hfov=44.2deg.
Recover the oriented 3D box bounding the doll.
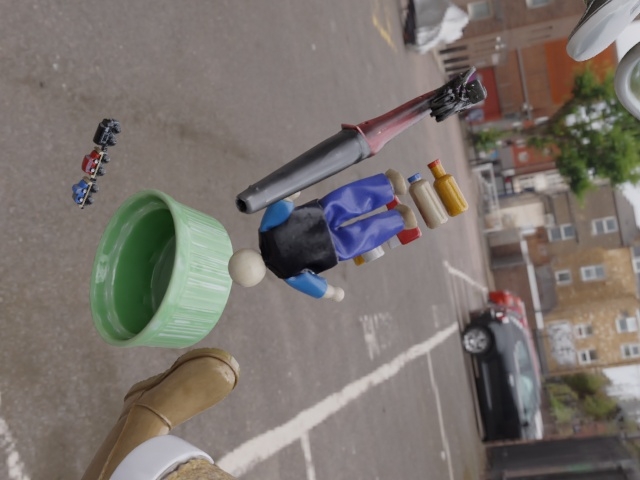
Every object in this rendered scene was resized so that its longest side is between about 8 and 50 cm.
[{"bbox_3d":[0.000,0.000,0.768,0.046,0.189,0.129,-145,-146,-69],"label":"doll"}]

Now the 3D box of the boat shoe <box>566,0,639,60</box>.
[{"bbox_3d":[0.442,-0.362,1.206,0.070,0.219,0.078,42,-10,29],"label":"boat shoe"}]

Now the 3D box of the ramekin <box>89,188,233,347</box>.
[{"bbox_3d":[-0.304,0.065,1.522,0.148,0.303,0.304,18,58,-42],"label":"ramekin"}]

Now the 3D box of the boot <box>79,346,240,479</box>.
[{"bbox_3d":[-0.237,0.294,1.109,0.089,0.236,0.269,48,31,-18],"label":"boot"}]

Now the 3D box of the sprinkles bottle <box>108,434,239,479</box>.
[{"bbox_3d":[-0.044,0.304,0.713,0.121,0.355,0.121,-32,132,-43],"label":"sprinkles bottle"}]

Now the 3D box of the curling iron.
[{"bbox_3d":[0.040,-0.087,0.645,0.068,0.274,0.035,-23,-86,59],"label":"curling iron"}]

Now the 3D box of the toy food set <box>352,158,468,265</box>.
[{"bbox_3d":[0.135,-0.047,1.405,0.105,0.232,0.111,62,19,-1],"label":"toy food set"}]

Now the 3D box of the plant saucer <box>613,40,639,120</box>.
[{"bbox_3d":[0.633,-0.246,1.119,0.400,0.400,0.101,48,55,-68],"label":"plant saucer"}]

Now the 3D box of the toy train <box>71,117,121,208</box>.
[{"bbox_3d":[-0.353,-0.119,1.228,0.036,0.158,0.027,7,27,-45],"label":"toy train"}]
